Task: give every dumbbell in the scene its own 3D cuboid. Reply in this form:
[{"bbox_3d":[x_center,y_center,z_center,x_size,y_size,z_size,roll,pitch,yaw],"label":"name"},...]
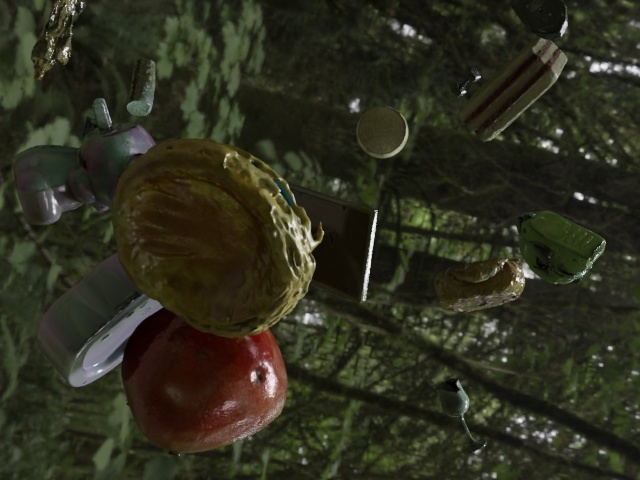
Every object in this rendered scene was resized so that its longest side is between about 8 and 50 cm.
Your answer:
[{"bbox_3d":[0.353,-0.386,1.901,0.083,0.040,0.036,-45,-169,50],"label":"dumbbell"}]

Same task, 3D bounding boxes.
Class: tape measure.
[{"bbox_3d":[0.471,0.019,1.573,0.177,0.087,0.154,37,-26,33],"label":"tape measure"}]

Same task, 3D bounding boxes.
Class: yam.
[{"bbox_3d":[-0.486,-0.419,2.139,0.068,0.068,0.169,126,-29,-52],"label":"yam"}]

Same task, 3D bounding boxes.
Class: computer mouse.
[{"bbox_3d":[0.571,-0.594,2.029,0.106,0.062,0.192,-34,-111,11],"label":"computer mouse"}]

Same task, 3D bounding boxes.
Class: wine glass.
[{"bbox_3d":[0.386,0.482,2.160,0.195,0.079,0.079,66,-20,0],"label":"wine glass"}]

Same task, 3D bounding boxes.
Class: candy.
[{"bbox_3d":[0.583,-0.460,2.363,0.320,0.135,0.179,-42,-174,36],"label":"candy"}]

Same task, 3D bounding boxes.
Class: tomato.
[{"bbox_3d":[-0.226,0.243,1.509,0.144,0.338,0.338,118,-18,-69],"label":"tomato"}]

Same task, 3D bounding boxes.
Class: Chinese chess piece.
[{"bbox_3d":[0.144,-0.254,1.831,0.051,0.122,0.122,27,77,-84],"label":"Chinese chess piece"}]

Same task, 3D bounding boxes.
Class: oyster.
[{"bbox_3d":[-0.715,-0.620,2.170,0.221,0.096,0.361,160,-54,-69],"label":"oyster"}]

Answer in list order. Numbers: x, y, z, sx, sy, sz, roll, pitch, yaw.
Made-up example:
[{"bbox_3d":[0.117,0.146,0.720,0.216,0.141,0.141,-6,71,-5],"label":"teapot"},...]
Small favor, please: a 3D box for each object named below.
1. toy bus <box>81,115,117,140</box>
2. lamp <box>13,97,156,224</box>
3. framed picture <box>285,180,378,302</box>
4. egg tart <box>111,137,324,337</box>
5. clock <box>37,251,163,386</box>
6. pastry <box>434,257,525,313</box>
[{"bbox_3d":[-0.610,-0.304,2.291,0.092,0.160,0.079,-7,116,-62],"label":"toy bus"},{"bbox_3d":[-0.502,-0.174,1.697,0.247,0.301,0.247,-121,-161,-71],"label":"lamp"},{"bbox_3d":[0.000,0.000,1.542,0.260,0.023,0.189,20,-71,42],"label":"framed picture"},{"bbox_3d":[-0.180,-0.012,1.368,0.388,0.388,0.169,-65,178,33],"label":"egg tart"},{"bbox_3d":[-0.419,0.155,1.612,0.338,0.102,0.338,-41,168,-11],"label":"clock"},{"bbox_3d":[0.370,0.108,1.854,0.229,0.218,0.100,125,-43,-70],"label":"pastry"}]
